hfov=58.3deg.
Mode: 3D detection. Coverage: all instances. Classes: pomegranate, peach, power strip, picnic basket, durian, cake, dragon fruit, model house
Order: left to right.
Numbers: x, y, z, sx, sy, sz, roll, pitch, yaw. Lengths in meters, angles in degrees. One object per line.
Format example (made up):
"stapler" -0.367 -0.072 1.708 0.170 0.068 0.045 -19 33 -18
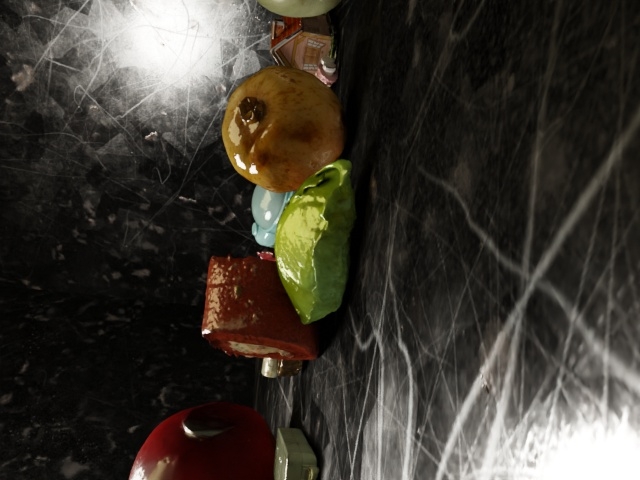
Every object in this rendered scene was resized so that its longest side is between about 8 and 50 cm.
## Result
"peach" -0.236 0.518 1.219 0.406 0.335 0.310 -86 4 -72
"cake" -0.091 0.123 0.983 0.283 0.177 0.151 80 -169 -68
"pomegranate" -0.062 -0.190 0.977 0.215 0.215 0.215 -173 90 -83
"dragon fruit" -0.062 0.027 1.254 0.092 0.122 0.192 -47 0 -12
"picnic basket" -0.057 0.193 1.228 0.110 0.055 0.193 110 164 -65
"power strip" -0.043 0.385 0.958 0.288 0.053 0.093 132 144 -79
"model house" -0.052 -0.457 1.412 0.294 0.154 0.207 -94 15 -53
"durian" 0.000 0.000 0.829 0.139 0.101 0.250 24 111 45

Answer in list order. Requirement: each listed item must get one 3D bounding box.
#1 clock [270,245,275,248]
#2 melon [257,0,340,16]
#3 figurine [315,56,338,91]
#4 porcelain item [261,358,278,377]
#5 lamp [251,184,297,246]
"clock" -0.176 0.126 2.165 0.211 0.066 0.159 104 170 -45
"melon" -0.048 -0.569 1.106 0.308 0.271 0.272 -80 1 -60
"figurine" 0.010 -0.329 1.236 0.129 0.054 0.072 117 145 -49
"porcelain item" -0.148 0.322 1.822 0.084 0.054 0.213 -147 65 -80
"lamp" -0.138 -0.104 1.767 0.209 0.147 0.284 -100 15 -45
